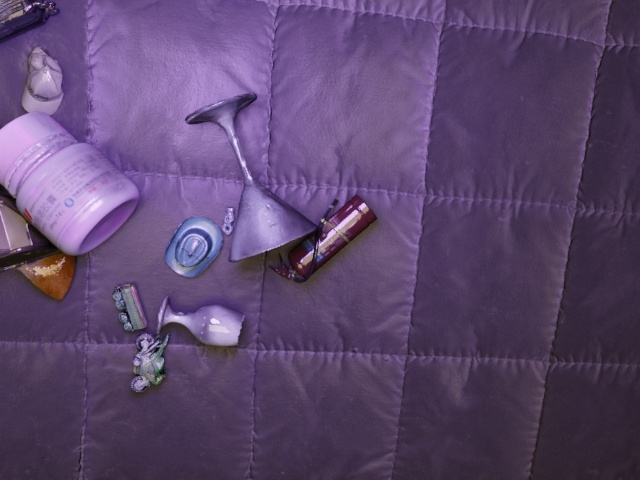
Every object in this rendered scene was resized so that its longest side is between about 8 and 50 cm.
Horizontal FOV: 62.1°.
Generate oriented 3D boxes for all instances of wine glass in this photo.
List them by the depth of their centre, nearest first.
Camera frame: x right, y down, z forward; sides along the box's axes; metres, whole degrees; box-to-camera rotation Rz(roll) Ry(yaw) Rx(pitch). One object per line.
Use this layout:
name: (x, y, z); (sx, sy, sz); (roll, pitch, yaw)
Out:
wine glass: (-0.197, -0.170, 1.441); (0.267, 0.267, 0.406); (-21, 99, -2)
wine glass: (-0.350, 0.241, 1.561); (0.241, 0.126, 0.127); (14, 99, -7)

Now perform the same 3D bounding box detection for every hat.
hat: (-0.752, -0.419, 1.420); (0.122, 0.081, 0.166); (34, 105, -9)
hat: (-0.370, 0.025, 1.540); (0.138, 0.078, 0.191); (33, 96, -13)

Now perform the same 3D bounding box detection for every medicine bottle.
medicine bottle: (-0.670, -0.148, 1.384); (0.325, 0.256, 0.256); (44, 93, -4)

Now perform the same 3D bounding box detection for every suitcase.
suitcase: (-0.852, -0.603, 1.342); (0.312, 0.128, 0.202); (-25, 102, -1)

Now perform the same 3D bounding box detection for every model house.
model house: (-0.868, -0.068, 1.427); (0.204, 0.218, 0.279); (-19, 89, -3)

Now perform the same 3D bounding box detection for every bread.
bread: (-0.767, 0.111, 1.523); (0.154, 0.054, 0.136); (-16, 112, -12)

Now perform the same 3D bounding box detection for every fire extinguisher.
fire extinguisher: (0.000, 0.000, 1.572); (0.341, 0.105, 0.141); (-40, 65, 3)

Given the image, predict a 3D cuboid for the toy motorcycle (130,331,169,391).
toy motorcycle: (-0.510, 0.367, 1.596); (0.106, 0.074, 0.190); (7, 99, -17)

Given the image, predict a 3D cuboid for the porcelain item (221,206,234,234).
porcelain item: (-0.271, -0.057, 1.561); (0.036, 0.028, 0.083); (5, 101, -10)

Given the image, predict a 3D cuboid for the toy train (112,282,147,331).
toy train: (-0.564, 0.199, 1.572); (0.070, 0.038, 0.148); (-14, 103, -3)
